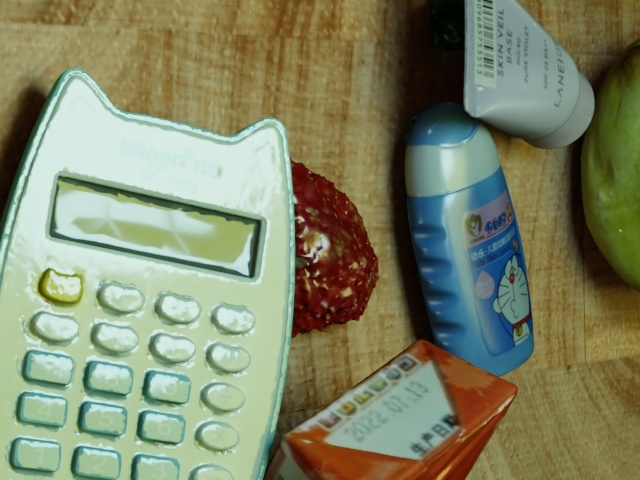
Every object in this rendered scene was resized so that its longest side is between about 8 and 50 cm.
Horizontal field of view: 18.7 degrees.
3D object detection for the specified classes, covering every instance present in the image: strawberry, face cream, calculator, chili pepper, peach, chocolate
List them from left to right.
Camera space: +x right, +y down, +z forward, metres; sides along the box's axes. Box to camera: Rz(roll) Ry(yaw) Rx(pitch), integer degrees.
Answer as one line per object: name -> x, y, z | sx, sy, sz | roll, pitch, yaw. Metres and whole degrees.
calculator -> -0.141, 0.077, 1.497 | 0.256, 0.054, 0.386 | 12, 76, -30
strawberry -> 0.003, 0.000, 1.700 | 0.208, 0.087, 0.167 | -13, 98, -51
chocolate -> 0.030, 0.219, 1.640 | 0.235, 0.108, 0.237 | -31, 154, -44
face cream -> 0.140, -0.004, 1.865 | 0.149, 0.083, 0.264 | -34, 115, -53
chili pepper -> 0.146, -0.285, 1.892 | 0.108, 0.062, 0.216 | 31, 67, -39
face cream -> 0.182, -0.164, 1.859 | 0.274, 0.096, 0.154 | 25, 66, -63
peach -> 0.437, -0.082, 2.071 | 0.314, 0.281, 0.316 | -27, 103, -41
